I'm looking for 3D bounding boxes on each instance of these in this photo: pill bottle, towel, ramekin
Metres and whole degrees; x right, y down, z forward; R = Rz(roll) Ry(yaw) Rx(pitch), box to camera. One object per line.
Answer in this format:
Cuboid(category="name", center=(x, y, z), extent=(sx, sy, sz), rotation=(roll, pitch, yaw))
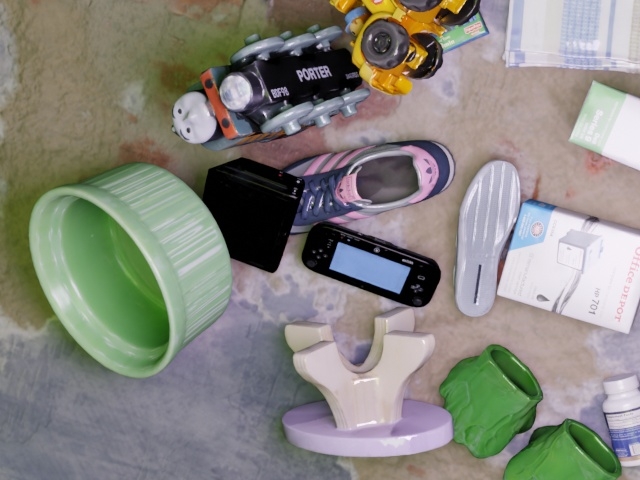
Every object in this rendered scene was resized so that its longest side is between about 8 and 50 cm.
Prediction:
Cuboid(category="pill bottle", center=(0.432, 0.250, 1.828), extent=(0.067, 0.067, 0.120), rotation=(-15, 90, 16))
Cuboid(category="towel", center=(0.400, -0.336, 1.810), extent=(0.285, 0.034, 0.209), rotation=(5, 93, 13))
Cuboid(category="ramekin", center=(-0.270, 0.033, 1.904), extent=(0.303, 0.148, 0.303), rotation=(25, 131, 32))

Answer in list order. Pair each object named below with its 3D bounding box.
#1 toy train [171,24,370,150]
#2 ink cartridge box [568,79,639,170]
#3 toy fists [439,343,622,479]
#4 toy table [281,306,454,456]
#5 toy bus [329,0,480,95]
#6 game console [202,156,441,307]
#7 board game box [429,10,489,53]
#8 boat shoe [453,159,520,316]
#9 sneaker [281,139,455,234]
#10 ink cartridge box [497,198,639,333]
Cuboid(category="toy train", center=(-0.066, -0.200, 1.808), extent=(0.190, 0.334, 0.142), rotation=(-25, 89, 30))
Cuboid(category="ink cartridge box", center=(0.450, -0.132, 1.748), extent=(0.212, 0.154, 0.093), rotation=(23, 100, 12))
Cuboid(category="toy fists", center=(0.288, 0.278, 1.847), extent=(0.279, 0.096, 0.142), rotation=(44, 118, 8))
Cuboid(category="toy table", center=(0.055, 0.201, 1.849), extent=(0.274, 0.252, 0.161), rotation=(-2, 102, 29))
Cuboid(category="toy bus", center=(0.089, -0.340, 1.807), extent=(0.211, 0.149, 0.220), rotation=(38, 106, 23))
Cuboid(category="game console", center=(0.000, 0.000, 1.877), extent=(0.361, 0.213, 0.044), rotation=(19, 57, 0))
Cuboid(category="board game box", center=(0.128, -0.363, 1.880), extent=(0.160, 0.039, 0.212), rotation=(-23, 87, 16))
Cuboid(category="boat shoe", center=(0.223, -0.008, 1.860), extent=(0.083, 0.076, 0.226), rotation=(13, 98, -11))
Cuboid(category="sneaker", center=(0.028, -0.078, 1.880), extent=(0.319, 0.131, 0.112), rotation=(-17, 92, 19))
Cuboid(category="ink cartridge box", center=(0.359, 0.034, 1.825), extent=(0.190, 0.082, 0.140), rotation=(17, 98, 15))
